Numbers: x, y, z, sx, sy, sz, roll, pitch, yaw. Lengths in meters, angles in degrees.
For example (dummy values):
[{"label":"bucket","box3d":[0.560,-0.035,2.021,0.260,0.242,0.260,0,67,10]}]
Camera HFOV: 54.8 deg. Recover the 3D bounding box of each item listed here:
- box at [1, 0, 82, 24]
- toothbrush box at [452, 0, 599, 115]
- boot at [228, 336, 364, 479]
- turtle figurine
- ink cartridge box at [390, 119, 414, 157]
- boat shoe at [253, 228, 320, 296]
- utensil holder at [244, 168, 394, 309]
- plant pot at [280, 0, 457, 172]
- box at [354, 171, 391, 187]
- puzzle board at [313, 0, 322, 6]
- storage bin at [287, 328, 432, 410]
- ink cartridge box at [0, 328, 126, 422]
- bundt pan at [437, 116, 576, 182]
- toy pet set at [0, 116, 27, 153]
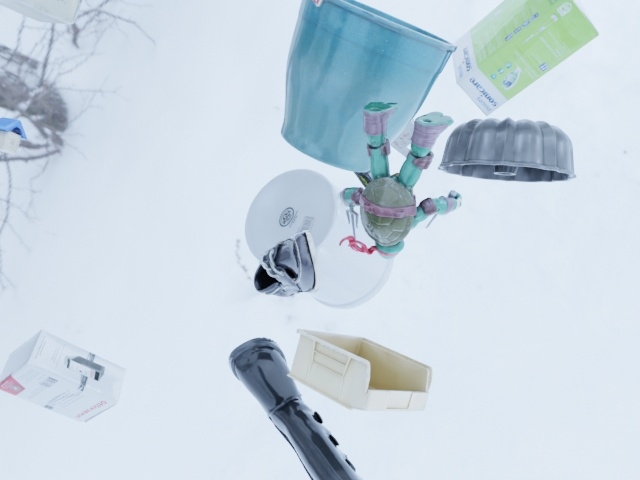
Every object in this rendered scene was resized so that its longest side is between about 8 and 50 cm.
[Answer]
[{"label":"box","box3d":[-0.502,-0.446,1.083,0.275,0.113,0.094,29,98,50]},{"label":"toothbrush box","box3d":[0.444,-0.450,1.386,0.283,0.122,0.206,-35,29,31]},{"label":"boot","box3d":[-0.053,0.500,1.630,0.146,0.367,0.445,-34,52,-5]},{"label":"turtle figurine","box3d":[0.103,-0.060,0.833,0.175,0.234,0.118,9,32,10]},{"label":"ink cartridge box","box3d":[0.215,-0.324,1.720,0.045,0.179,0.145,-58,11,-24]},{"label":"boat shoe","box3d":[-0.047,0.039,0.800,0.065,0.206,0.075,-9,79,-14]},{"label":"utensil holder","box3d":[0.000,0.000,1.867,0.328,0.385,0.327,-13,63,26]},{"label":"plant pot","box3d":[0.054,-0.268,1.067,0.272,0.272,0.255,42,118,38]},{"label":"box","box3d":[0.129,-0.128,1.386,0.045,0.190,0.184,-41,33,-2]},{"label":"puzzle board","box3d":[0.000,-0.322,0.628,0.096,0.011,0.128,63,142,30]},{"label":"storage bin","box3d":[0.102,0.326,1.532,0.260,0.262,0.123,16,90,44]},{"label":"ink cartridge box","box3d":[-0.357,0.191,0.857,0.099,0.135,0.056,-32,37,31]},{"label":"bundt pan","box3d":[0.461,-0.224,1.524,0.331,0.331,0.124,7,92,36]},{"label":"toy pet set","box3d":[-0.638,-0.211,1.186,0.114,0.122,0.065,11,85,13]}]
